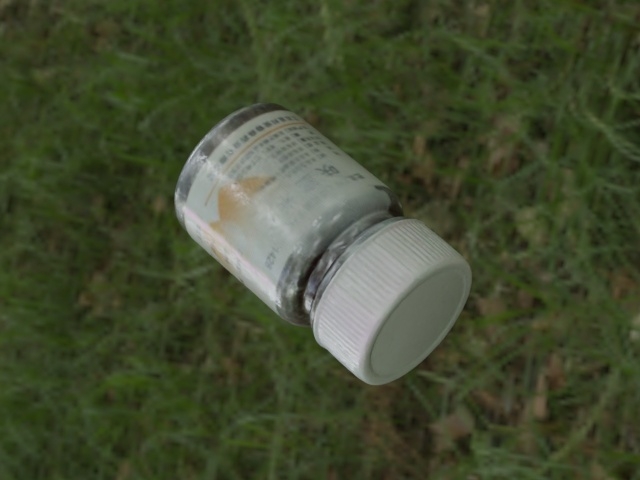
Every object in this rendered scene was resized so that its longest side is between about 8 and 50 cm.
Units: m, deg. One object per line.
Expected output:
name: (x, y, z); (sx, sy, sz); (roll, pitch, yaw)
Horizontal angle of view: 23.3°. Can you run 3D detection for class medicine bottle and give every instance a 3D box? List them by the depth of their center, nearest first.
medicine bottle: (0.000, 0.000, 1.496); (0.273, 0.165, 0.165); (40, 117, 29)
